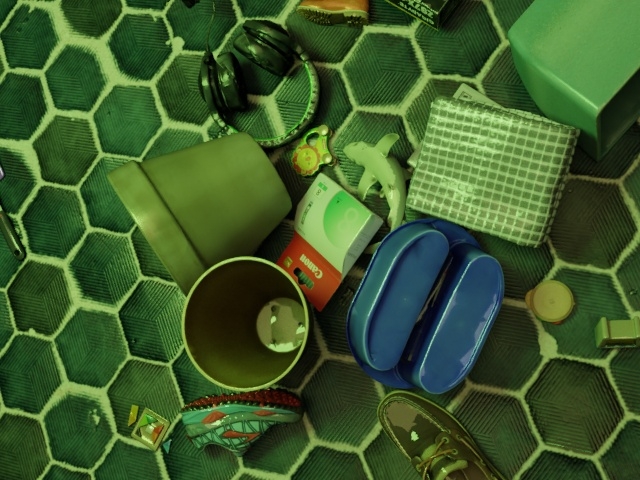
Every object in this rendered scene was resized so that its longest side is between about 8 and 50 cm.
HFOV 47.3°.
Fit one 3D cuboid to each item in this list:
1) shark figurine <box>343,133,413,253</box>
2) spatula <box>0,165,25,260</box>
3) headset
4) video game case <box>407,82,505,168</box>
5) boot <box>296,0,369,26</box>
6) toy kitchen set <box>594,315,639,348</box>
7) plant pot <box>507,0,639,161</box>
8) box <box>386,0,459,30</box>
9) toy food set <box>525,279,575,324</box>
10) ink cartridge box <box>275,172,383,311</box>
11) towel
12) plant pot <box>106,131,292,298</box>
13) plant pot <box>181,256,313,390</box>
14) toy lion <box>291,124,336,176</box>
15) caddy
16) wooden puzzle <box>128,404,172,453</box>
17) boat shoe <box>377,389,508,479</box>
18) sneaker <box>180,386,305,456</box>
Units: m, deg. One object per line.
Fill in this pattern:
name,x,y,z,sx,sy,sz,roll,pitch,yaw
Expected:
shark figurine,0.152,-0.100,1.470,0.166,0.116,0.278,-33,64,42
spatula,-0.761,-0.085,1.722,0.084,0.030,0.296,-28,77,10
headset,-0.169,-0.376,1.536,0.243,0.185,0.394,-39,87,6
video game case,0.306,-0.189,1.479,0.183,0.023,0.201,36,91,16
boot,0.029,-0.512,1.575,0.158,0.059,0.085,5,81,6
toy kitchen set,0.594,0.251,1.319,0.166,0.122,0.207,-4,61,14
plant pot,0.492,-0.345,1.348,0.252,0.247,0.248,42,94,24
box,0.231,-0.634,1.513,0.257,0.079,0.322,35,85,14
toy food set,0.444,0.118,1.404,0.083,0.020,0.082,-37,76,6
ink cartridge box,0.000,0.000,1.467,0.225,0.056,0.181,-54,48,7
towel,0.309,-0.133,1.363,0.283,0.121,0.235,18,109,23
plant pot,-0.222,-0.067,1.471,0.280,0.323,0.323,-32,76,-10
plant pot,-0.107,0.164,1.412,0.237,0.254,0.237,-2,81,14
toy lion,-0.018,-0.187,1.556,0.096,0.034,0.100,-10,80,20
caddy,0.193,0.124,1.388,0.241,0.179,0.341,25,90,-6
wooden puzzle,-0.367,0.405,1.568,0.116,0.014,0.079,19,88,15
boat shoe,0.240,0.414,1.360,0.123,0.123,0.342,-46,75,4
sneaker,-0.151,0.374,1.491,0.262,0.104,0.125,-8,98,17
